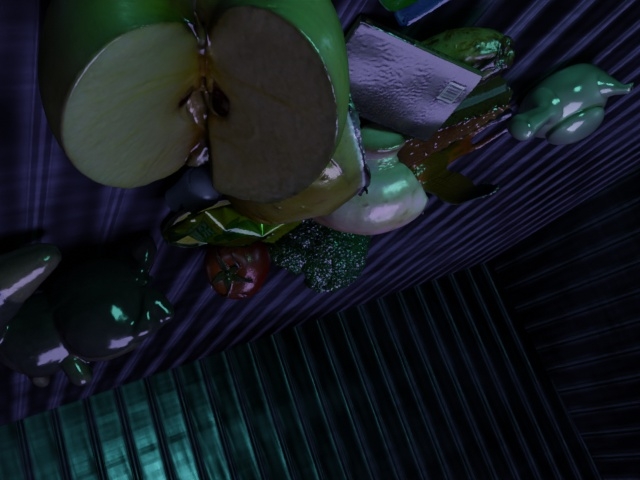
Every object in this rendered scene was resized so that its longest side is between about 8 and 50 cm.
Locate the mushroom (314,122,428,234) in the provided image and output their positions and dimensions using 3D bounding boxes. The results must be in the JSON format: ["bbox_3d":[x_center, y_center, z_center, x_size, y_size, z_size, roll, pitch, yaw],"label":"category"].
[{"bbox_3d":[0.085,-0.074,1.101,0.173,0.162,0.236,-40,158,-26],"label":"mushroom"}]

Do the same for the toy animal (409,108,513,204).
[{"bbox_3d":[0.282,-0.203,1.413,0.302,0.225,0.284,-25,-173,35],"label":"toy animal"}]

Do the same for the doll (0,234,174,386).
[{"bbox_3d":[-0.487,0.137,1.170,0.382,0.252,0.378,-30,165,-1],"label":"doll"}]

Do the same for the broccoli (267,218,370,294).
[{"bbox_3d":[0.000,0.000,1.499,0.245,0.265,0.294,5,180,26],"label":"broccoli"}]

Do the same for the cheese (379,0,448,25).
[{"bbox_3d":[0.099,-0.342,0.711,0.204,0.083,0.320,-28,163,17],"label":"cheese"}]

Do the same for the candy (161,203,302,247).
[{"bbox_3d":[-0.162,-0.030,1.139,0.246,0.069,0.149,6,162,-31],"label":"candy"}]

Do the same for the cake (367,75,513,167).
[{"bbox_3d":[0.216,-0.240,1.155,0.295,0.116,0.113,-28,157,8],"label":"cake"}]

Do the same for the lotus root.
[{"bbox_3d":[0.190,-0.287,1.011,0.258,0.097,0.110,-17,143,14],"label":"lotus root"}]

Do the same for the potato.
[{"bbox_3d":[-0.062,-0.140,0.864,0.196,0.246,0.299,-25,159,-9],"label":"potato"}]

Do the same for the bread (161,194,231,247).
[{"bbox_3d":[-0.232,-0.046,1.312,0.229,0.033,0.228,-21,163,-7],"label":"bread"}]

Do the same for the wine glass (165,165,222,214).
[{"bbox_3d":[-0.187,-0.112,1.071,0.195,0.079,0.079,-32,162,27],"label":"wine glass"}]

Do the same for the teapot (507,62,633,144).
[{"bbox_3d":[0.522,-0.288,1.379,0.318,0.149,0.220,-21,163,-12],"label":"teapot"}]

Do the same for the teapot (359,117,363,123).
[{"bbox_3d":[0.043,-0.222,1.100,0.100,0.045,0.068,-8,160,-41],"label":"teapot"}]

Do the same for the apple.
[{"bbox_3d":[-0.123,-0.180,0.629,0.295,0.233,0.258,-2,157,-9],"label":"apple"}]

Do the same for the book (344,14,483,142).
[{"bbox_3d":[0.120,-0.248,0.963,0.228,0.024,0.160,16,140,-23],"label":"book"}]

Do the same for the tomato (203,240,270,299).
[{"bbox_3d":[-0.199,0.053,1.485,0.167,0.167,0.167,-22,164,-6],"label":"tomato"}]
